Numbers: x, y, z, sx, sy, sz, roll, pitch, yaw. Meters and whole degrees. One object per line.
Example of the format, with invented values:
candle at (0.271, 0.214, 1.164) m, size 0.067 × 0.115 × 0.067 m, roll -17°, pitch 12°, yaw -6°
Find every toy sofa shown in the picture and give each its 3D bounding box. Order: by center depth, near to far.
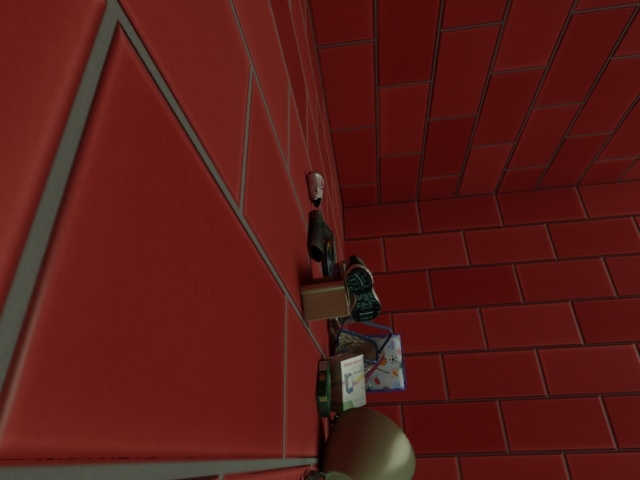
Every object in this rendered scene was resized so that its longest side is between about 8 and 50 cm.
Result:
toy sofa at (0.028, 0.168, 1.489) m, size 0.362 × 0.150 × 0.177 m, roll 6°, pitch 75°, yaw -83°

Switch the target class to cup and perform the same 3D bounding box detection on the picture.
cup at (0.133, 0.792, 1.433) m, size 0.237 × 0.331 × 0.331 m, roll -24°, pitch 111°, yaw -57°

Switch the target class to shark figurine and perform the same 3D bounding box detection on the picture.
shark figurine at (0.106, 0.596, 1.866) m, size 0.166 × 0.116 × 0.278 m, roll 131°, pitch -39°, yaw -76°

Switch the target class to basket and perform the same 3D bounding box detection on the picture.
basket at (0.196, 0.524, 2.076) m, size 0.201 × 0.254 × 0.289 m, roll -91°, pitch -160°, yaw -70°

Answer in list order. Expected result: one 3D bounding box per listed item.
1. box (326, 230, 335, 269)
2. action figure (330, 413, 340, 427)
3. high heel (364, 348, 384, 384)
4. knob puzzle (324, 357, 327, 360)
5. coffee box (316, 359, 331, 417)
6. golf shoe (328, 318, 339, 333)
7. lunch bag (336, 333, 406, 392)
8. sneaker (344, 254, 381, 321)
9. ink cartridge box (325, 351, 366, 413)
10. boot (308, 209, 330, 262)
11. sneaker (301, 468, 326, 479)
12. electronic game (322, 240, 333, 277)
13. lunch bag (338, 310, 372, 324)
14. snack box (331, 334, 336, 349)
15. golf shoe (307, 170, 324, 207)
box at (0.065, 0.079, 2.380) m, size 0.159 × 0.044 × 0.233 m, roll 69°, pitch 17°, yaw -70°
action figure at (0.114, 0.839, 1.814) m, size 0.164 × 0.140 × 0.276 m, roll -81°, pitch 168°, yaw -60°
high heel at (0.219, 0.736, 2.218) m, size 0.127 × 0.377 × 0.181 m, roll 13°, pitch -59°, yaw 52°
knob puzzle at (0.038, 0.598, 1.796) m, size 0.213 × 0.029 × 0.213 m, roll -5°, pitch 90°, yaw -84°
coffee box at (0.014, 0.552, 1.556) m, size 0.184 × 0.040 × 0.113 m, roll -84°, pitch 168°, yaw -62°
golf shoe at (0.060, 0.388, 2.092) m, size 0.086 × 0.069 × 0.176 m, roll 110°, pitch -13°, yaw -61°
lunch bag at (0.292, 0.712, 2.404) m, size 0.239 × 0.385 × 0.328 m, roll 62°, pitch 23°, yaw -74°
sneaker at (0.138, 0.165, 1.370) m, size 0.108 × 0.100 × 0.272 m, roll -98°, pitch 176°, yaw -54°
ink cartridge box at (0.104, 0.582, 1.708) m, size 0.154 × 0.093 × 0.213 m, roll 2°, pitch 83°, yaw -48°
boot at (-0.002, 0.001, 1.691) m, size 0.190 × 0.076 × 0.209 m, roll 57°, pitch 18°, yaw -46°
sneaker at (-0.014, 0.650, 1.105) m, size 0.158 × 0.064 × 0.061 m, roll 44°, pitch 42°, yaw -81°
electronic game at (0.041, 0.114, 2.118) m, size 0.229 × 0.048 × 0.229 m, roll -5°, pitch 90°, yaw -84°
lunch bag at (0.211, 0.391, 2.656) m, size 0.160 × 0.223 × 0.263 m, roll -86°, pitch 169°, yaw -87°
snack box at (0.074, 0.530, 2.209) m, size 0.064 × 0.022 × 0.178 m, roll -69°, pitch 153°, yaw -79°
golf shoe at (-0.016, -0.217, 1.755) m, size 0.186 × 0.067 × 0.086 m, roll 76°, pitch 13°, yaw -58°
